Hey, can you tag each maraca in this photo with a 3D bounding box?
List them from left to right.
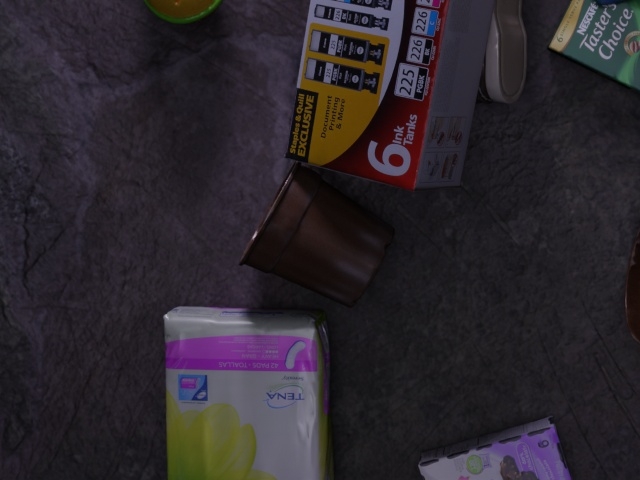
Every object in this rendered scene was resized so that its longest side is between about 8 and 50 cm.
[{"bbox_3d":[-0.193,-0.374,1.909,0.127,0.099,0.186,-27,67,1],"label":"maraca"}]

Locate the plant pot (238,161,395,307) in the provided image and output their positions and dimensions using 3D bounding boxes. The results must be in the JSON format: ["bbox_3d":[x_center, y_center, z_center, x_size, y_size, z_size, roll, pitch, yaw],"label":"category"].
[{"bbox_3d":[0.000,0.000,1.895,0.165,0.167,0.167,30,99,-4],"label":"plant pot"}]

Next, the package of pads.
[{"bbox_3d":[-0.096,0.242,1.956,0.229,0.101,0.297,1,97,9],"label":"package of pads"}]

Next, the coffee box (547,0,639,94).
[{"bbox_3d":[0.406,-0.264,1.866,0.184,0.040,0.113,28,98,4],"label":"coffee box"}]

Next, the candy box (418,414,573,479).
[{"bbox_3d":[0.251,0.351,1.936,0.196,0.070,0.165,-17,94,8],"label":"candy box"}]

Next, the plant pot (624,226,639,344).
[{"bbox_3d":[0.544,0.055,1.814,0.230,0.215,0.215,14,98,-8],"label":"plant pot"}]

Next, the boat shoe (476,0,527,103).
[{"bbox_3d":[0.215,-0.342,1.850,0.096,0.116,0.324,2,92,34],"label":"boat shoe"}]

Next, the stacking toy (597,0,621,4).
[{"bbox_3d":[0.344,-0.472,1.811,0.175,0.166,0.302,-37,72,-13],"label":"stacking toy"}]

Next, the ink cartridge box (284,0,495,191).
[{"bbox_3d":[0.064,-0.242,1.813,0.272,0.130,0.309,16,102,32],"label":"ink cartridge box"}]
